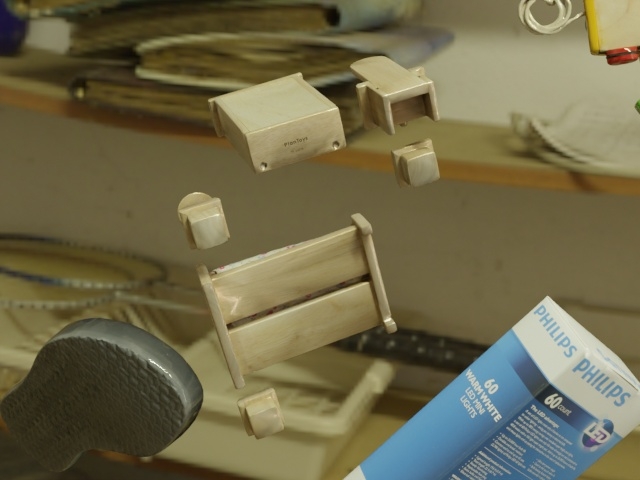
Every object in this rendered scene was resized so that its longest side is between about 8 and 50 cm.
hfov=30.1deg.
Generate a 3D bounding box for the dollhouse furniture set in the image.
[{"bbox_3d":[0.000,0.000,1.371,0.303,0.355,0.174,-18,25,-10],"label":"dollhouse furniture set"}]

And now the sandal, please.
[{"bbox_3d":[-0.152,0.098,0.804,0.054,0.097,0.254,-41,11,-34],"label":"sandal"}]

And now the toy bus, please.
[{"bbox_3d":[0.308,-0.206,1.067,0.202,0.191,0.104,39,3,8],"label":"toy bus"}]

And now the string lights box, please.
[{"bbox_3d":[0.155,0.185,1.052,0.133,0.259,0.077,37,14,-39],"label":"string lights box"}]
